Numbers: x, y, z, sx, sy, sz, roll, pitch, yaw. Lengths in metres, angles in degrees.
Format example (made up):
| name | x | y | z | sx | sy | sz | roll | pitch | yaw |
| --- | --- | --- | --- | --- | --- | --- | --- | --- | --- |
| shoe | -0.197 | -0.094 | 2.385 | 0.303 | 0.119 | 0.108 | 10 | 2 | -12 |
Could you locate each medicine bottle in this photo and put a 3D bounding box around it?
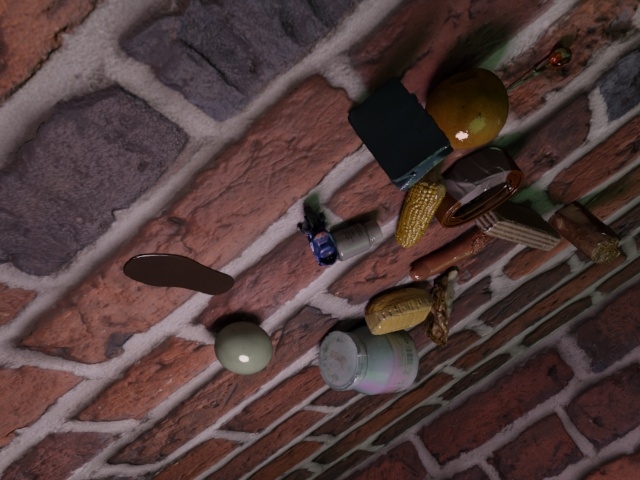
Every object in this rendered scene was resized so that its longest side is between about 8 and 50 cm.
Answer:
| name | x | y | z | sx | sy | sz | roll | pitch | yaw |
| --- | --- | --- | --- | --- | --- | --- | --- | --- | --- |
| medicine bottle | 0.160 | 0.413 | 2.042 | 0.289 | 0.245 | 0.245 | 8 | 131 | -41 |
| medicine bottle | 0.096 | -0.004 | 1.572 | 0.130 | 0.080 | 0.080 | -23 | 147 | -11 |

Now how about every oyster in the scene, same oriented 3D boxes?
| name | x | y | z | sx | sy | sz | roll | pitch | yaw |
| --- | --- | --- | --- | --- | --- | --- | --- | --- | --- |
| oyster | 0.427 | 0.280 | 2.138 | 0.110 | 0.204 | 0.396 | 10 | 141 | 7 |

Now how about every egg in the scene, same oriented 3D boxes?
| name | x | y | z | sx | sy | sz | roll | pitch | yaw |
| --- | --- | --- | --- | --- | --- | --- | --- | --- | --- |
| egg | -0.221 | 0.307 | 1.682 | 0.149 | 0.149 | 0.192 | -41 | 142 | 17 |

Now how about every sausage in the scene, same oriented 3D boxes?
| name | x | y | z | sx | sy | sz | roll | pitch | yaw |
| --- | --- | --- | --- | --- | --- | --- | --- | --- | --- |
| sausage | 0.423 | 0.044 | 1.898 | 0.304 | 0.078 | 0.078 | -31 | 147 | 3 |

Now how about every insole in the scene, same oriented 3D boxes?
| name | x | y | z | sx | sy | sz | roll | pitch | yaw |
| --- | --- | --- | --- | --- | --- | --- | --- | --- | --- |
| insole | -0.331 | 0.086 | 1.431 | 0.111 | 0.007 | 0.327 | -42 | 146 | 19 |

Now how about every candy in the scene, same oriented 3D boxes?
| name | x | y | z | sx | sy | sz | roll | pitch | yaw |
| --- | --- | --- | --- | --- | --- | --- | --- | --- | --- |
| candy | 0.514 | -0.400 | 1.407 | 0.184 | 0.049 | 0.055 | -31 | 141 | 17 |

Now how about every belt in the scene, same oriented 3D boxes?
| name | x | y | z | sx | sy | sz | roll | pitch | yaw |
| --- | --- | --- | --- | --- | --- | --- | --- | --- | --- |
| belt | 0.422 | -0.143 | 1.617 | 0.261 | 0.105 | 0.184 | -32 | 149 | 10 |

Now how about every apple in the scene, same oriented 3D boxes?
| name | x | y | z | sx | sy | sz | roll | pitch | yaw |
| --- | --- | --- | --- | --- | --- | --- | --- | --- | --- |
| apple | 0.319 | -0.289 | 1.285 | 0.182 | 0.182 | 0.155 | -23 | 129 | -10 |

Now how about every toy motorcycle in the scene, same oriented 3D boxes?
| name | x | y | z | sx | sy | sz | roll | pitch | yaw |
| --- | --- | --- | --- | --- | --- | --- | --- | --- | --- |
| toy motorcycle | 0.000 | 0.000 | 1.471 | 0.076 | 0.114 | 0.205 | -26 | 148 | -5 |

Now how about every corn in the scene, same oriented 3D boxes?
| name | x | y | z | sx | sy | sz | roll | pitch | yaw |
| --- | --- | --- | --- | --- | --- | --- | --- | --- | --- |
| corn | 0.265 | -0.081 | 1.590 | 0.091 | 0.091 | 0.260 | -57 | 170 | -42 |

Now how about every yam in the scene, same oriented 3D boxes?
| name | x | y | z | sx | sy | sz | roll | pitch | yaw |
| --- | --- | --- | --- | --- | --- | --- | --- | --- | --- |
| yam | 0.925 | -0.027 | 2.049 | 0.128 | 0.238 | 0.129 | 12 | 123 | -38 |

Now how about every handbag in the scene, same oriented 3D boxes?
| name | x | y | z | sx | sy | sz | roll | pitch | yaw |
| --- | --- | --- | --- | --- | --- | --- | --- | --- | --- |
| handbag | 0.160 | -0.221 | 1.199 | 0.144 | 0.221 | 0.057 | -39 | 145 | 16 |

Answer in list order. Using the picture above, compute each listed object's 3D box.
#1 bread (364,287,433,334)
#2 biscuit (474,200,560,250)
| name | x | y | z | sx | sy | sz | roll | pitch | yaw |
| --- | --- | --- | --- | --- | --- | --- | --- | --- | --- |
| bread | 0.262 | 0.234 | 1.996 | 0.236 | 0.106 | 0.140 | -10 | 144 | -27 |
| biscuit | 0.609 | -0.058 | 1.846 | 0.426 | 0.144 | 0.078 | 12 | 128 | -44 |
